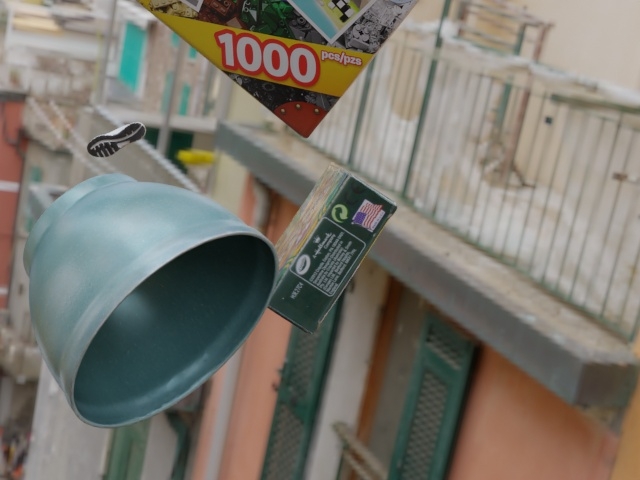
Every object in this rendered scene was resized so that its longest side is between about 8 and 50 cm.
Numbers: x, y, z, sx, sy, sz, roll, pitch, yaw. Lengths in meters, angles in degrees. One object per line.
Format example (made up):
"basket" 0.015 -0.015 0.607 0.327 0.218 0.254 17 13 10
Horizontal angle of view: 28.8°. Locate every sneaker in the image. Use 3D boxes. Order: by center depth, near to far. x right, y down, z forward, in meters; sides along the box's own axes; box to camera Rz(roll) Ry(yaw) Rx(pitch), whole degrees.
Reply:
"sneaker" -0.357 -0.176 2.183 0.109 0.040 0.044 -21 11 -3

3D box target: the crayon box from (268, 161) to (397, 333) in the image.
"crayon box" 0.000 0.000 1.707 0.081 0.202 0.318 33 3 -7

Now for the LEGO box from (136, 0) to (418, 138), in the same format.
"LEGO box" -0.084 -0.436 1.564 0.500 0.372 0.193 39 41 -3

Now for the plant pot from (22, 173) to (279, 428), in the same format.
"plant pot" -0.222 0.045 1.453 0.196 0.293 0.293 44 28 25
